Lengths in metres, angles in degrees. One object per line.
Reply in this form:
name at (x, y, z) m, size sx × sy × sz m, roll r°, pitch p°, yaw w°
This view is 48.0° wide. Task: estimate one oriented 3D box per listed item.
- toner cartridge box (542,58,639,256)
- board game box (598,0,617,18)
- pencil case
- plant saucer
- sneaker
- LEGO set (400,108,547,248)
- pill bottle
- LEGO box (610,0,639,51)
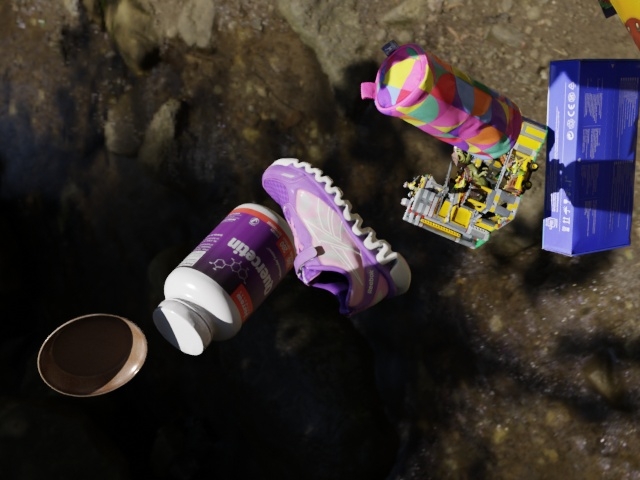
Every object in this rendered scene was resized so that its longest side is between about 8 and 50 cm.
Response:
toner cartridge box at (0.500, -0.155, 1.326) m, size 0.075 × 0.165 × 0.348 m, roll 18°, pitch 112°, yaw 59°
board game box at (0.543, -0.466, 1.209) m, size 0.170 × 0.048 × 0.141 m, roll -22°, pitch 43°, yaw 27°
pencil case at (0.172, -0.185, 0.976) m, size 0.104 × 0.236 × 0.105 m, roll -22°, pitch 60°, yaw 45°
plant saucer at (-0.430, 0.209, 1.359) m, size 0.199 × 0.198 × 0.036 m, roll -64°, pitch 36°, yaw 22°
sneaker at (0.000, 0.000, 0.898) m, size 0.236 × 0.104 × 0.095 m, roll 47°, pitch 159°, yaw 11°
LEGO set at (0.277, -0.130, 1.397) m, size 0.192 × 0.331 × 0.255 m, roll 22°, pitch 86°, yaw 0°
pill bottle at (-0.195, 0.080, 1.490) m, size 0.181 × 0.323 × 0.182 m, roll 23°, pitch 140°, yaw 21°
LEGO box at (0.355, -0.360, 0.396) m, size 0.372 × 0.500 × 0.193 m, roll -22°, pitch 67°, yaw 11°
